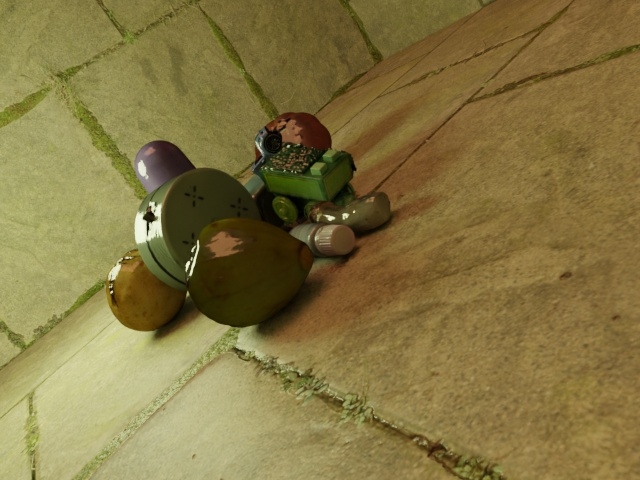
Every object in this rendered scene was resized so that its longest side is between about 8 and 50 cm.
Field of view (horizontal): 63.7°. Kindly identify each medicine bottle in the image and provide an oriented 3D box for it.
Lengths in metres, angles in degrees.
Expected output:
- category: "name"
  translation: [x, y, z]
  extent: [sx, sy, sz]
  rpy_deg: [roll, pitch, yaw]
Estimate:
- category: "medicine bottle"
  translation: [0.000, 0.000, 1.194]
  extent: [0.083, 0.083, 0.203]
  rpy_deg: [-43, 20, -21]

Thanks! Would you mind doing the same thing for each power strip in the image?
- category: "power strip"
  translation: [-0.345, -0.030, 1.455]
  extent: [0.161, 0.358, 0.357]
  rpy_deg: [-16, 27, 42]

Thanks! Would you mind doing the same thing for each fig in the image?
- category: "fig"
  translation: [-0.146, 0.057, 1.093]
  extent: [0.271, 0.240, 0.239]
  rpy_deg: [-17, 22, 12]

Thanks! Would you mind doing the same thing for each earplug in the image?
- category: "earplug"
  translation: [-0.457, -0.138, 1.776]
  extent: [0.215, 0.456, 0.215]
  rpy_deg: [-33, 15, 10]

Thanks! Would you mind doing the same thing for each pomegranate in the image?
- category: "pomegranate"
  translation: [-0.510, 0.134, 1.533]
  extent: [0.260, 0.260, 0.260]
  rpy_deg: [-32, 18, 12]

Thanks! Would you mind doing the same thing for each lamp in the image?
- category: "lamp"
  translation: [-0.090, -0.314, 1.886]
  extent: [0.305, 0.306, 0.239]
  rpy_deg: [-30, -26, 17]

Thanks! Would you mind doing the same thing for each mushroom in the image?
- category: "mushroom"
  translation: [0.063, -0.062, 1.208]
  extent: [0.223, 0.081, 0.092]
  rpy_deg: [-9, 64, 44]

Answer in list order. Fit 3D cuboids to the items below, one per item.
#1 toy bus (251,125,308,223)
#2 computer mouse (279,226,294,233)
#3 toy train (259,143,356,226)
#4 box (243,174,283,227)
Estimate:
- category: "toy bus"
  translation: [-0.111, -0.198, 1.553]
  extent: [0.133, 0.292, 0.125]
  rpy_deg: [-37, 18, 7]
- category: "computer mouse"
  translation: [-0.151, 0.034, 1.400]
  extent: [0.231, 0.071, 0.126]
  rpy_deg: [-47, 21, -28]
- category: "toy train"
  translation: [-0.030, -0.146, 1.383]
  extent: [0.271, 0.188, 0.159]
  rpy_deg: [14, 47, 36]
- category: "box"
  translation: [-0.177, -0.126, 1.673]
  extent: [0.130, 0.162, 0.227]
  rpy_deg: [2, 37, 29]
